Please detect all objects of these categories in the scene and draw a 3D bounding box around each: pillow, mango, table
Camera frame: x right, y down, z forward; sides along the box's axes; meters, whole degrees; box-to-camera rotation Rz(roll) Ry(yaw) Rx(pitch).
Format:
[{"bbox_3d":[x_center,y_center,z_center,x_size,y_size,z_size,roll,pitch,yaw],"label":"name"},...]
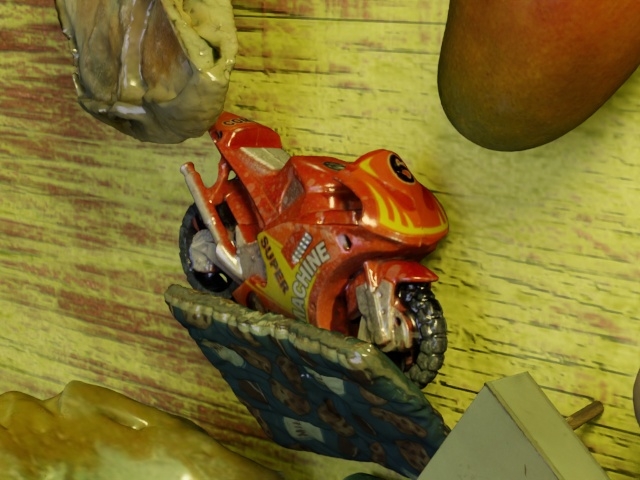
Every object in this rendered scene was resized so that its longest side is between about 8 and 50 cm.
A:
[{"bbox_3d":[0.004,0.113,1.393,0.255,0.034,0.189,10,148,49],"label":"pillow"},{"bbox_3d":[0.150,-0.156,1.176,0.146,0.129,0.289,49,140,29],"label":"mango"},{"bbox_3d":[0.128,0.205,1.285,0.121,0.111,0.240,54,134,27],"label":"table"}]

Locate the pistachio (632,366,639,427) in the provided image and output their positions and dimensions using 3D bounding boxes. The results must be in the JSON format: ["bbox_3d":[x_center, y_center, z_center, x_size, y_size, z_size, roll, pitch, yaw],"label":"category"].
[{"bbox_3d":[0.257,0.057,1.102,0.136,0.136,0.226,57,142,25],"label":"pistachio"}]

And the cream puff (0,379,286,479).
[{"bbox_3d":[-0.175,0.299,1.475,0.378,0.378,0.275,51,126,30],"label":"cream puff"}]

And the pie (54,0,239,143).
[{"bbox_3d":[-0.123,-0.237,1.482,0.337,0.075,0.337,-15,72,58],"label":"pie"}]

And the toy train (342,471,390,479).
[{"bbox_3d":[0.052,0.209,1.435,0.093,0.038,0.056,11,100,49],"label":"toy train"}]

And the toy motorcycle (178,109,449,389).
[{"bbox_3d":[-0.001,0.002,1.411,0.298,0.089,0.171,23,114,46],"label":"toy motorcycle"}]
